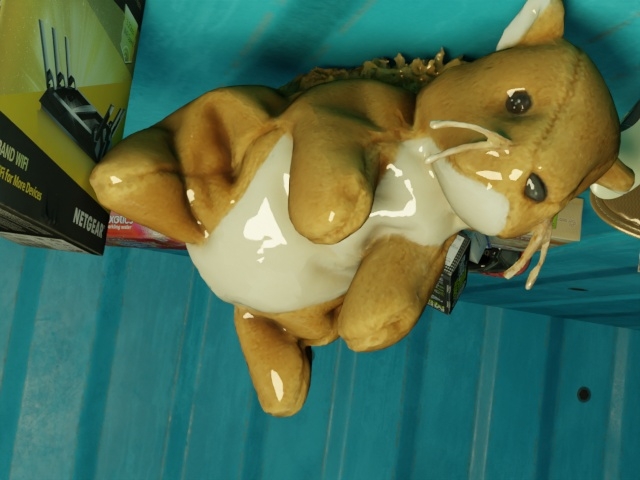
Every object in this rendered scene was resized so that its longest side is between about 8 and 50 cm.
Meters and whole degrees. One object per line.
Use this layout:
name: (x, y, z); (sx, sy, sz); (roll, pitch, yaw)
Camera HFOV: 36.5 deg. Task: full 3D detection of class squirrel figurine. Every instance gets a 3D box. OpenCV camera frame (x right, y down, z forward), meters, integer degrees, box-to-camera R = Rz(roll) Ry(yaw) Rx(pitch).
squirrel figurine: (0.076, -0.081, 0.863); (0.370, 0.281, 0.397); (-24, -162, 25)

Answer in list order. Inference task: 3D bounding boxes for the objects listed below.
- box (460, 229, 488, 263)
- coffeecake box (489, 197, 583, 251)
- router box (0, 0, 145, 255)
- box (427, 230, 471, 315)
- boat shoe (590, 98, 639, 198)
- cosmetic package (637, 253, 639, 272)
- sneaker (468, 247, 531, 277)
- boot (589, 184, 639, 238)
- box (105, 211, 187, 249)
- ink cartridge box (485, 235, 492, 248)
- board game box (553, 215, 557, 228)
box: (0.122, -0.041, 1.290); (0.186, 0.038, 0.145); (21, 165, 25)
coffeecake box: (0.307, -0.031, 1.526); (0.142, 0.068, 0.185); (9, 172, -8)
router box: (-0.216, -0.130, 0.715); (0.081, 0.243, 0.309); (7, 172, 3)
box: (0.069, -0.005, 1.318); (0.270, 0.060, 0.216); (26, 167, 15)
boat shoe: (0.291, -0.095, 0.891); (0.049, 0.137, 0.043); (34, -179, -4)
cosmetic package: (0.502, -0.034, 1.011); (0.309, 0.160, 0.113); (5, 171, 12)
sneaker: (0.246, 0.016, 1.812); (0.276, 0.098, 0.135); (0, 169, 34)
boot: (0.485, -0.036, 1.280); (0.283, 0.109, 0.220); (0, 175, 5)
box: (-0.324, -0.056, 1.731); (0.257, 0.128, 0.122); (1, 170, 35)
ink cartridge box: (0.135, -0.058, 1.427); (0.224, 0.045, 0.223); (7, 159, 18)
board game box: (0.267, -0.076, 1.162); (0.043, 0.092, 0.181); (5, 171, 13)
